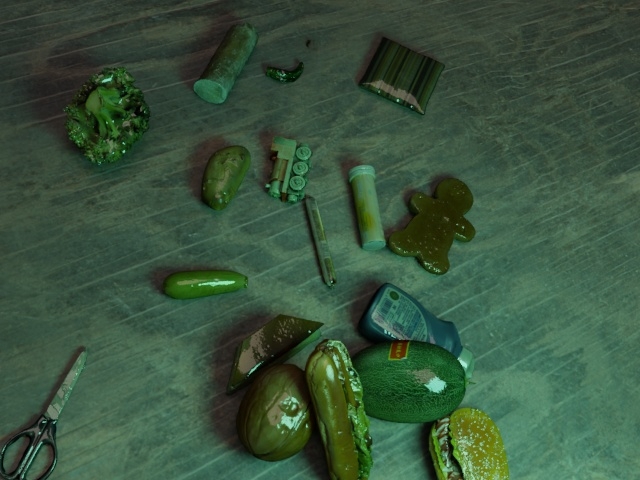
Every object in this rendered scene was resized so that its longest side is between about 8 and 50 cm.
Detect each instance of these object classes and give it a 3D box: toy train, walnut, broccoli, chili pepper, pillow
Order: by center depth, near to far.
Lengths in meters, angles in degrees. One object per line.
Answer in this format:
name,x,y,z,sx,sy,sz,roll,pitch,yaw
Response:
walnut,-0.085,0.359,1.459,0.167,0.167,0.207,31,64,4
broccoli,-0.517,-0.308,1.699,0.197,0.227,0.176,22,17,0
toy train,-0.085,-0.179,1.798,0.118,0.074,0.176,10,65,4
chili pepper,-0.095,-0.474,1.968,0.117,0.035,0.056,-14,83,-15
pillow,0.241,-0.484,2.040,0.212,0.052,0.208,25,63,3

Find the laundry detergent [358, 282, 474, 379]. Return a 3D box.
laundry detergent,0.238,0.227,1.648,0.289,0.094,0.143,33,53,2

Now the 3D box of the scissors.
scissors,-0.552,0.353,1.434,0.109,0.022,0.300,23,59,-5

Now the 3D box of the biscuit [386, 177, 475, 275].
biscuit,0.308,-0.045,1.827,0.196,0.049,0.302,34,61,1

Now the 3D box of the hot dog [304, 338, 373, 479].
hot dog,0.050,0.368,1.435,0.100,0.135,0.338,-9,103,17

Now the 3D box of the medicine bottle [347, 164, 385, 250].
medicine bottle,0.121,-0.083,1.793,0.073,0.074,0.218,-2,65,-14

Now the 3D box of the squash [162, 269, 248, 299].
squash,-0.264,0.101,1.610,0.200,0.066,0.066,-2,63,-18

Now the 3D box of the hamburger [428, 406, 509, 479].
hamburger,0.325,0.474,1.518,0.172,0.116,0.211,-3,64,-17

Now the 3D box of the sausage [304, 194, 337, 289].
sausage,0.000,0.000,1.740,0.032,0.033,0.269,-7,65,-16

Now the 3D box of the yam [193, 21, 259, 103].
yam,-0.253,-0.493,1.911,0.093,0.093,0.259,22,60,-1

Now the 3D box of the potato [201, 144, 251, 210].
potato,-0.241,-0.158,1.740,0.105,0.085,0.188,8,63,16

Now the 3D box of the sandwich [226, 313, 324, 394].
sandwich,-0.116,0.237,1.554,0.258,0.094,0.096,-31,78,-27

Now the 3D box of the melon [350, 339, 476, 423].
melon,0.194,0.308,1.520,0.287,0.182,0.183,1,60,13
